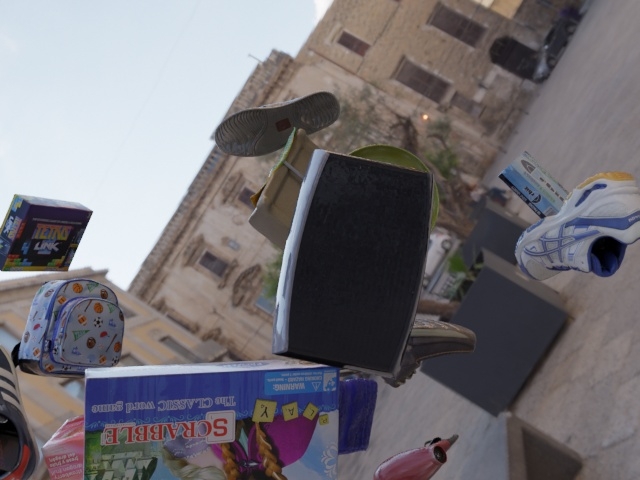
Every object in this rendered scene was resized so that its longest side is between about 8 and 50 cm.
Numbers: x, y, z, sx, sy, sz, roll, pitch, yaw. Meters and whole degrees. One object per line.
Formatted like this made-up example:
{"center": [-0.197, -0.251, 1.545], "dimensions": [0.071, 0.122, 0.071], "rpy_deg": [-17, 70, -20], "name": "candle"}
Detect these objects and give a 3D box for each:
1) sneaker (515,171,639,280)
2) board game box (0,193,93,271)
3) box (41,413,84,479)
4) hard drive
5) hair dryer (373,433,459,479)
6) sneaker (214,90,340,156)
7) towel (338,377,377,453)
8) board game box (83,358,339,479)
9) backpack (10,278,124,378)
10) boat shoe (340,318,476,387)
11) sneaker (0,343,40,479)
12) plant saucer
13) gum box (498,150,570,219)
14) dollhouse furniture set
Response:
{"center": [0.424, 0.015, 1.045], "dimensions": [0.296, 0.111, 0.131], "rpy_deg": [109, 153, -60], "name": "sneaker"}
{"center": [-0.537, -0.010, 1.216], "dimensions": [0.141, 0.048, 0.170], "rpy_deg": [-63, -19, 8], "name": "board game box"}
{"center": [-0.381, 0.416, 1.284], "dimensions": [0.300, 0.142, 0.154], "rpy_deg": [-16, 6, -1], "name": "box"}
{"center": [0.042, 0.024, 0.740], "dimensions": [0.054, 0.172, 0.255], "rpy_deg": [114, 168, -82], "name": "hard drive"}
{"center": [0.205, 0.459, 1.332], "dimensions": [0.223, 0.080, 0.293], "rpy_deg": [-37, -12, -11], "name": "hair dryer"}
{"center": [-0.071, -0.198, 1.108], "dimensions": [0.222, 0.083, 0.118], "rpy_deg": [-15, 6, 3], "name": "sneaker"}
{"center": [0.064, 0.504, 1.763], "dimensions": [0.308, 0.076, 0.228], "rpy_deg": [16, -92, -57], "name": "towel"}
{"center": [-0.134, 0.317, 0.796], "dimensions": [0.066, 0.318, 0.318], "rpy_deg": [-179, 89, -71], "name": "board game box"}
{"center": [-0.666, 0.234, 1.705], "dimensions": [0.276, 0.213, 0.263], "rpy_deg": [28, -125, -58], "name": "backpack"}
{"center": [0.151, 0.239, 1.341], "dimensions": [0.132, 0.355, 0.130], "rpy_deg": [-9, -84, -81], "name": "boat shoe"}
{"center": [-0.645, 0.306, 1.193], "dimensions": [0.131, 0.350, 0.148], "rpy_deg": [-29, -7, -14], "name": "sneaker"}
{"center": [0.124, -0.077, 1.305], "dimensions": [0.241, 0.241, 0.037], "rpy_deg": [-58, -1, -3], "name": "plant saucer"}
{"center": [0.483, -0.119, 1.398], "dimensions": [0.041, 0.157, 0.184], "rpy_deg": [-48, -9, 30], "name": "gum box"}
{"center": [0.000, 0.000, 1.027], "dimensions": [0.151, 0.301, 0.197], "rpy_deg": [-33, 25, 43], "name": "dollhouse furniture set"}
